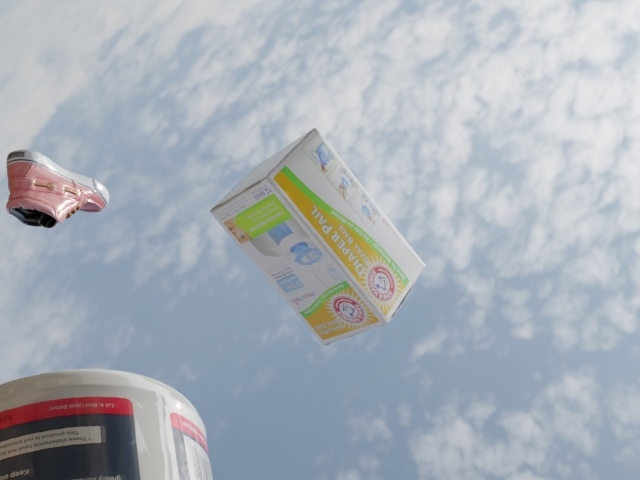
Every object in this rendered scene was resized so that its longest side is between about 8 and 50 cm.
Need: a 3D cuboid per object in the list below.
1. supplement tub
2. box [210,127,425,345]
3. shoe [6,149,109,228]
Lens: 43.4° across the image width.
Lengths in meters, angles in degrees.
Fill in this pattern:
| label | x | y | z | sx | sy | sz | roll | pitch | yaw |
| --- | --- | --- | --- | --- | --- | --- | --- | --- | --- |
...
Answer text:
| label | x | y | z | sx | sy | sz | roll | pitch | yaw |
| --- | --- | --- | --- | --- | --- | --- | --- | --- | --- |
| supplement tub | -0.145 | 0.234 | 0.478 | 0.191 | 0.191 | 0.272 | -31 | -131 | 16 |
| box | 0.000 | 0.000 | 0.881 | 0.114 | 0.203 | 0.103 | -25 | -161 | 47 |
| shoe | -0.348 | -0.050 | 1.067 | 0.063 | 0.178 | 0.081 | -10 | -110 | 20 |
